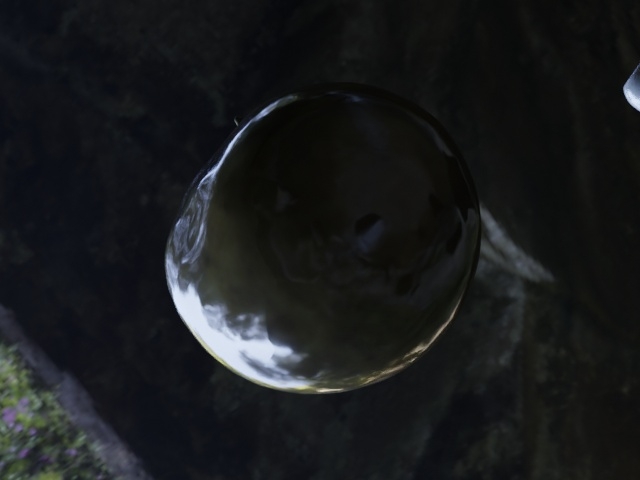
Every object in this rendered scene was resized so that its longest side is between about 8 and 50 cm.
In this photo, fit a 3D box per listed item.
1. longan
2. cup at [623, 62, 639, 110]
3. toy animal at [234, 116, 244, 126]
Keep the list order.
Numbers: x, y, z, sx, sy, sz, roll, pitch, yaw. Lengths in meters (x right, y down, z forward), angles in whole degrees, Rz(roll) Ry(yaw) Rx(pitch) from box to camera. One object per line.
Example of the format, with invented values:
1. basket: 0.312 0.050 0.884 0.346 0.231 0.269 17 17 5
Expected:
1. longan: 0.000 0.000 0.719 0.167 0.187 0.167 20 -117 -46
2. cup: 0.277 -0.097 0.840 0.142 0.134 0.173 35 -162 7
3. toy animal: 0.005 -0.036 1.032 0.220 0.069 0.086 37 -98 26
